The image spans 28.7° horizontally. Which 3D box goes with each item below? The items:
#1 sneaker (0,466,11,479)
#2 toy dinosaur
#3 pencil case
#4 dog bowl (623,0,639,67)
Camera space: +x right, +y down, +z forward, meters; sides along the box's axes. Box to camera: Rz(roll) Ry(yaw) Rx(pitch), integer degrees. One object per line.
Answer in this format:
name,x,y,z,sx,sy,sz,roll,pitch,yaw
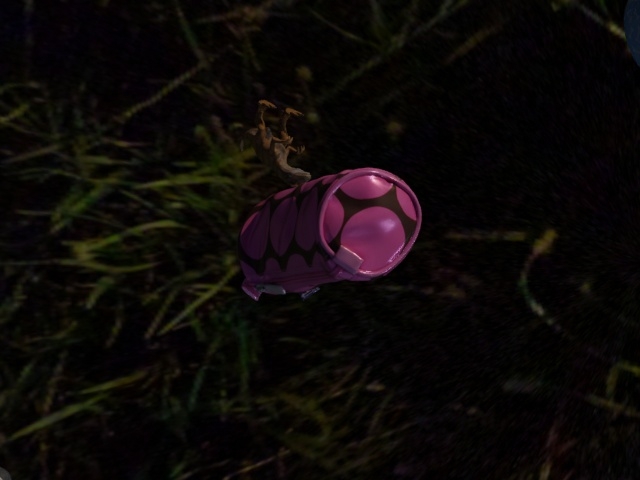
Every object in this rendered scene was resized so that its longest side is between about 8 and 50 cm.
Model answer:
sneaker,-0.398,0.293,1.244,0.258,0.091,0.094,-23,104,30
toy dinosaur,-0.080,-0.144,1.792,0.211,0.064,0.112,45,122,52
pencil case,0.000,0.000,1.040,0.095,0.209,0.098,46,69,-10
dog bowl,0.491,-0.230,1.507,0.297,0.074,0.165,24,71,-20
